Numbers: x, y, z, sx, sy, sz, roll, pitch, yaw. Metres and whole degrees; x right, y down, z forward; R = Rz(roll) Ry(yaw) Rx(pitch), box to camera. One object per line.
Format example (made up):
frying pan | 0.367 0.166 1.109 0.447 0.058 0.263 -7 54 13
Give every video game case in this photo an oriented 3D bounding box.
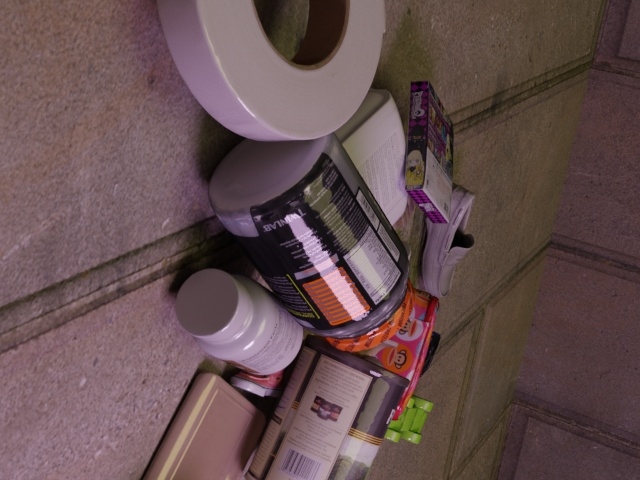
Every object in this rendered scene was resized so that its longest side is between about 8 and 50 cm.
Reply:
video game case | 0.209 -0.161 1.840 0.232 0.042 0.210 36 56 -67

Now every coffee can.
coffee can | 0.012 0.330 1.718 0.275 0.201 0.201 -65 155 -5

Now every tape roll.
tape roll | -0.049 -0.320 1.255 0.392 0.072 0.392 -2 92 -52

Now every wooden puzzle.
wooden puzzle | -0.193 0.347 1.609 0.221 0.044 0.238 -63 150 -17

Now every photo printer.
photo printer | 0.054 -0.106 1.694 0.307 0.107 0.256 -47 137 -43

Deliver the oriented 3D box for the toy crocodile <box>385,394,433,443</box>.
toy crocodile | 0.189 0.430 2.401 0.340 0.105 0.115 27 82 -61

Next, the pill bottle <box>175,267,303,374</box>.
pill bottle | -0.124 0.122 1.478 0.131 0.131 0.229 -67 155 -10

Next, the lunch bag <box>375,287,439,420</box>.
lunch bag | 0.170 0.252 2.174 0.258 0.120 0.293 74 36 -81

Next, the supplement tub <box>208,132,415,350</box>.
supplement tub | 0.000 0.000 1.449 0.207 0.207 0.338 -57 131 -29

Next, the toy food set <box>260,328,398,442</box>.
toy food set | 0.025 0.314 1.882 0.220 0.092 0.306 25 84 -44

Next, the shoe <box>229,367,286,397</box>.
shoe | -0.101 0.224 1.687 0.178 0.063 0.081 35 74 -70

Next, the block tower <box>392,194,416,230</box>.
block tower | 0.111 -0.049 1.898 0.335 0.091 0.097 -58 153 -29

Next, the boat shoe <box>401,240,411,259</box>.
boat shoe | 0.139 0.094 2.072 0.219 0.078 0.070 -52 148 -39

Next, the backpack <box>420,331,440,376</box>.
backpack | 0.224 0.265 2.337 0.098 0.101 0.120 18 94 -64

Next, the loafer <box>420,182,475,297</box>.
loafer | 0.309 0.010 2.322 0.112 0.111 0.319 -45 145 -44
